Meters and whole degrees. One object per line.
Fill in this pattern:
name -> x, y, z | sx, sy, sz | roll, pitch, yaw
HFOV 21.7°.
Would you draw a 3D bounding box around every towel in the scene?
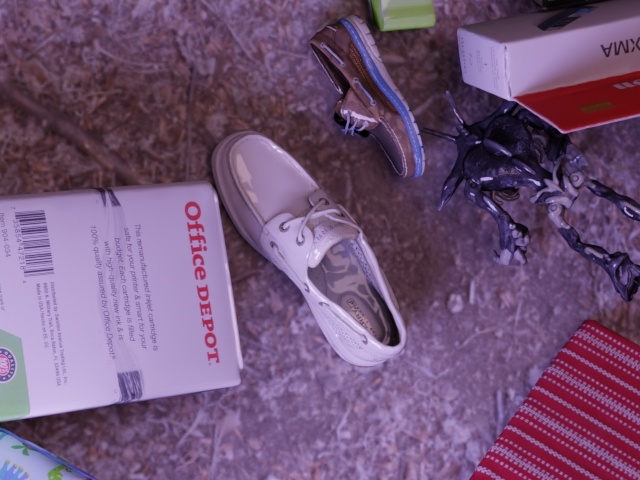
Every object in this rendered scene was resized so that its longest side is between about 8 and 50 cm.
towel -> 0.286, 0.216, 1.682 | 0.198, 0.031, 0.275 | 31, 54, 16

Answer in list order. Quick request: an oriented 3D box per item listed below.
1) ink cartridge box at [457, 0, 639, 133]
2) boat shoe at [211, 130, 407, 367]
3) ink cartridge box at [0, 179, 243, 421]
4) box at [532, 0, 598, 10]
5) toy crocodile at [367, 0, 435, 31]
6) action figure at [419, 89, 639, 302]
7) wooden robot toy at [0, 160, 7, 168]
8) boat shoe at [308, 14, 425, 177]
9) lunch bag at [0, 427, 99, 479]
ink cartridge box -> 0.317, -0.191, 1.648 | 0.296, 0.261, 0.066 | -13, 108, -12
boat shoe -> 0.000, 0.000, 1.657 | 0.098, 0.096, 0.277 | -40, 94, -19
ink cartridge box -> -0.227, 0.058, 1.545 | 0.272, 0.114, 0.198 | -5, 83, -28
box -> 0.301, -0.344, 1.712 | 0.184, 0.045, 0.191 | -10, 113, -7
toy crocodile -> 0.070, -0.385, 1.741 | 0.115, 0.105, 0.341 | -2, 82, -19
action figure -> 0.230, -0.046, 1.725 | 0.275, 0.141, 0.164 | 35, 79, 18
wooden robot toy -> -0.386, -0.071, 1.559 | 0.173, 0.076, 0.079 | 21, 86, -14
boat shoe -> 0.045, -0.139, 1.718 | 0.066, 0.066, 0.183 | -24, 79, -16
lunch bag -> -0.266, 0.274, 1.467 | 0.176, 0.219, 0.090 | -55, 140, -19
